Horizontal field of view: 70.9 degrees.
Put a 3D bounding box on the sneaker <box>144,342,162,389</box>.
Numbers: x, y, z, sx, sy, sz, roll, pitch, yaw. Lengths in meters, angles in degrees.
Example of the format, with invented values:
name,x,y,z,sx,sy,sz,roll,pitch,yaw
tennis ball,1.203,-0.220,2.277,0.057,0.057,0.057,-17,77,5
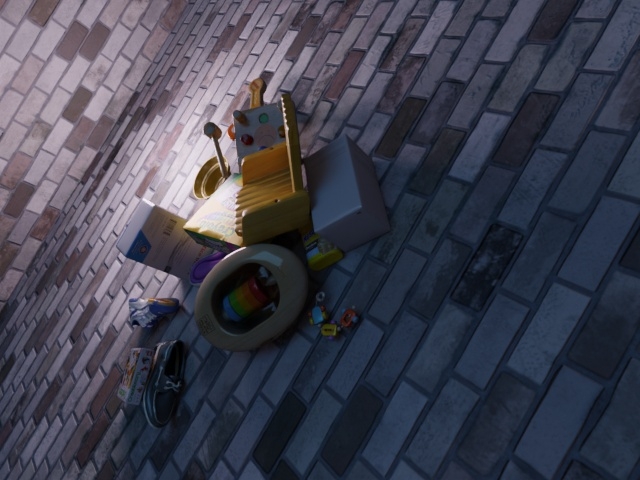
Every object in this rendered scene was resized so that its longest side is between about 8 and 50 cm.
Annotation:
name,x,y,z,sx,sy,sz,roll,pitch,yaw
sneaker,-0.626,0.491,1.726,0.084,0.083,0.215,-34,50,23

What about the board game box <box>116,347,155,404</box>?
name,x,y,z,sx,sy,sz,roll,pitch,yaw
board game box,-0.712,0.513,1.725,0.305,0.053,0.193,-24,51,58

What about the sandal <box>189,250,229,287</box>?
name,x,y,z,sx,sy,sz,roll,pitch,yaw
sandal,-0.368,0.069,1.717,0.416,0.102,0.170,-31,52,23

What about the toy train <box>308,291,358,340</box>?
name,x,y,z,sx,sy,sz,roll,pitch,yaw
toy train,0.041,0.229,1.351,0.166,0.046,0.125,28,86,40

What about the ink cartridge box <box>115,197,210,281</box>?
name,x,y,z,sx,sy,sz,roll,pitch,yaw
ink cartridge box,-0.611,0.004,1.806,0.129,0.307,0.223,24,85,45

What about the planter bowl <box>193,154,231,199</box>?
name,x,y,z,sx,sy,sz,roll,pitch,yaw
planter bowl,-0.447,-0.255,1.952,0.217,0.090,0.217,-18,57,31

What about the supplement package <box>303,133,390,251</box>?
name,x,y,z,sx,sy,sz,roll,pitch,yaw
supplement package,0.078,-0.147,1.417,0.175,0.177,0.293,-27,53,26

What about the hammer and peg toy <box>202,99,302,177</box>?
name,x,y,z,sx,sy,sz,roll,pitch,yaw
hammer and peg toy,-0.257,-0.379,1.737,0.360,0.127,0.266,-10,82,12

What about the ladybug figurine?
name,x,y,z,sx,sy,sz,roll,pitch,yaw
ladybug figurine,-0.218,0.183,1.461,0.449,0.162,0.305,-32,83,20

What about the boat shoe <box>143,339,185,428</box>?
name,x,y,z,sx,sy,sz,roll,pitch,yaw
boat shoe,-0.558,0.512,1.640,0.099,0.116,0.320,-26,49,29

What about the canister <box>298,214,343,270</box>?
name,x,y,z,sx,sy,sz,roll,pitch,yaw
canister,0.000,0.000,1.478,0.126,0.073,0.170,-31,54,23

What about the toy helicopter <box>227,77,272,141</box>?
name,x,y,z,sx,sy,sz,roll,pitch,yaw
toy helicopter,-0.258,-0.554,1.919,0.234,0.140,0.356,-13,64,22

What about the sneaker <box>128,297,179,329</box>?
name,x,y,z,sx,sy,sz,roll,pitch,yaw
sneaker,-0.689,0.304,1.875,0.296,0.111,0.131,-6,82,38

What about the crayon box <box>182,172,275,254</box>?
name,x,y,z,sx,sy,sz,roll,pitch,yaw
crayon box,-0.290,-0.099,1.671,0.362,0.106,0.313,13,56,41

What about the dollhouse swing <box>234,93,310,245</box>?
name,x,y,z,sx,sy,sz,roll,pitch,yaw
dollhouse swing,-0.182,-0.236,1.424,0.314,0.305,0.347,-19,42,7
